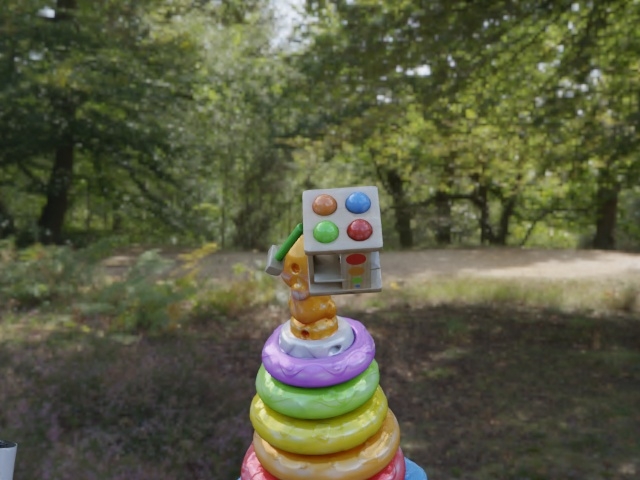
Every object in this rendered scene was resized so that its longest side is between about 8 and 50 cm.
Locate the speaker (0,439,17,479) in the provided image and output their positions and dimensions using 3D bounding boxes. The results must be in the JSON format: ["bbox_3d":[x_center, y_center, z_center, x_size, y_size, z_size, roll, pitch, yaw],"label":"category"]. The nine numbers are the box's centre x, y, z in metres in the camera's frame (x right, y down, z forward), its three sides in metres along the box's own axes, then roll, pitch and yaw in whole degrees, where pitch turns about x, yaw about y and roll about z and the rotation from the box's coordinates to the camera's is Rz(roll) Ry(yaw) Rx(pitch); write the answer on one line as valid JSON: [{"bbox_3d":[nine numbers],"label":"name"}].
[{"bbox_3d":[-0.393,0.304,1.015,0.055,0.136,0.055,7,-4,0],"label":"speaker"}]

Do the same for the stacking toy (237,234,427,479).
[{"bbox_3d":[-0.004,0.132,0.807,0.175,0.302,0.166,10,27,31],"label":"stacking toy"}]

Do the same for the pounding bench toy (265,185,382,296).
[{"bbox_3d":[0.000,0.000,0.601,0.083,0.052,0.065,-4,-35,1],"label":"pounding bench toy"}]
